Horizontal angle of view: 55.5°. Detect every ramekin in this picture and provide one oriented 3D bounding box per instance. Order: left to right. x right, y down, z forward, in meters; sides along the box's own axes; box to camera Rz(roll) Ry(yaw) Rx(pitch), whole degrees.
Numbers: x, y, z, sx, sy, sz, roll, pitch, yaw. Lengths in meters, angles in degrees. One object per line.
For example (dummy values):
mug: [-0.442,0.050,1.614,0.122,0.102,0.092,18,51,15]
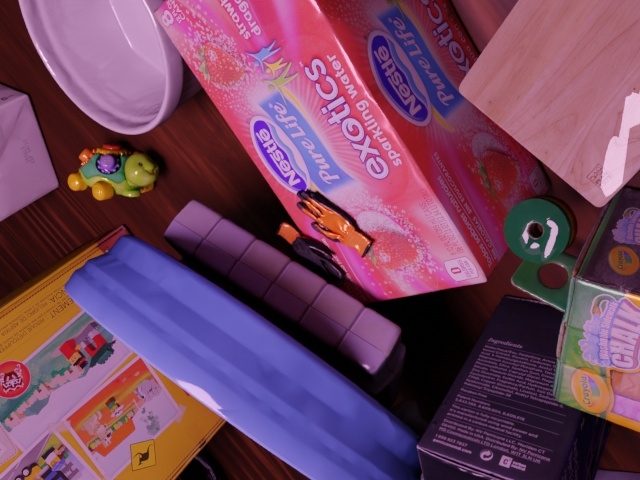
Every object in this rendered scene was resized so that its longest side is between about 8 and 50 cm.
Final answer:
ramekin: [-0.193,-0.224,0.617,0.207,0.109,0.207,23,136,24]

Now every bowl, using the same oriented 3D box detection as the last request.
bowl: [-0.064,0.130,0.602,0.391,0.077,0.391,34,166,9]

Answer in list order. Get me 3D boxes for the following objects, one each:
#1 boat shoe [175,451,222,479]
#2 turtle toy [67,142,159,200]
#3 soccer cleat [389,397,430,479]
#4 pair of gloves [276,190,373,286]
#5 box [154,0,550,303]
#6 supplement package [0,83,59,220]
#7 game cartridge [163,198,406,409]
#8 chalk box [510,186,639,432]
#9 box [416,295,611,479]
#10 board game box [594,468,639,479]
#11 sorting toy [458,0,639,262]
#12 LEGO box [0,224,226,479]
boat shoe: [-0.247,0.587,1.334,0.340,0.127,0.158,50,148,-5]
turtle toy: [-0.270,-0.094,0.818,0.130,0.095,0.066,19,112,28]
soccer cleat: [0.183,0.295,0.641,0.331,0.116,0.143,27,122,34]
pair of gloves: [0.000,0.000,0.495,0.074,0.010,0.083,41,143,6]
box: [0.030,-0.111,0.493,0.154,0.142,0.300,-18,110,49]
supplement package: [-0.605,-0.161,0.973,0.293,0.175,0.177,23,136,25]
game cartridge: [-0.016,0.098,0.659,0.230,0.068,0.355,35,167,18]
chalk box: [0.254,0.055,0.451,0.213,0.132,0.132,17,133,31]
box: [0.187,0.176,0.551,0.108,0.207,0.153,10,130,35]
board game box: [0.372,0.396,0.687,0.318,0.066,0.319,-15,111,47]
sorting toy: [0.189,-0.122,0.398,0.132,0.046,0.274,47,124,21]
LEGO box: [-0.411,0.272,0.921,0.193,0.500,0.372,-16,111,46]
